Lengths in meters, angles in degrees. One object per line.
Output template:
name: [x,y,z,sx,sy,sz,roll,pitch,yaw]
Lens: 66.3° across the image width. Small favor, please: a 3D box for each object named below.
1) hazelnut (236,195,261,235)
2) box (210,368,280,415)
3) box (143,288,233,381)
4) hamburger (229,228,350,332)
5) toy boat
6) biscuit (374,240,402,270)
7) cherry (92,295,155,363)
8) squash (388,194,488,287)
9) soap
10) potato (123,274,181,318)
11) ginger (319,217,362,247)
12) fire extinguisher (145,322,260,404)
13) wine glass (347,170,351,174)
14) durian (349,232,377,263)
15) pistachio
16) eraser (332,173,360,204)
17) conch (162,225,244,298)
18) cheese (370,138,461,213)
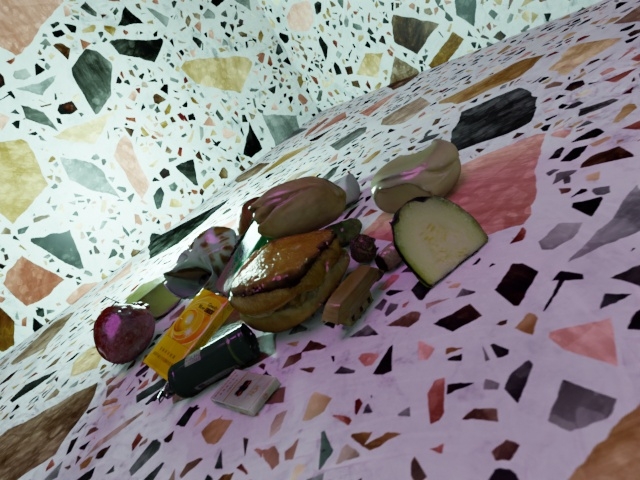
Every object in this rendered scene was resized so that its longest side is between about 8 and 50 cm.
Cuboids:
hazelnut: [-0.216,-0.072,1.828,0.209,0.187,0.210,-17,12,4]
box: [-0.166,0.328,1.066,0.166,0.024,0.090,-9,30,49]
box: [-0.371,0.264,1.386,0.152,0.043,0.269,13,59,44]
hamburger: [-0.075,0.093,1.244,0.284,0.174,0.305,-18,25,43]
toy boat: [0.078,0.124,1.093,0.057,0.077,0.200,6,38,41]
biscuit: [0.224,-0.006,1.197,0.219,0.061,0.055,-37,21,-13]
cherry: [-0.653,0.309,1.614,0.250,0.191,0.175,-99,29,-57]
squash: [0.246,-0.003,1.098,0.191,0.184,0.085,-35,-19,-12]
soap: [-0.212,0.066,1.528,0.274,0.098,0.217,-60,29,-7]
potato: [-0.643,0.215,1.913,0.269,0.112,0.255,-39,17,-25]
ginger: [-0.005,0.001,1.490,0.289,0.089,0.137,-21,1,40]
fire extinguisher: [-0.289,0.314,1.192,0.294,0.093,0.118,-31,4,6]
wine glass: [0.037,-0.201,1.917,0.197,0.066,0.066,-29,21,14]
durian: [0.111,0.023,1.282,0.080,0.080,0.091,-36,-10,-9]
pistachio: [-0.054,-0.095,1.414,0.292,0.162,0.182,-21,-26,-20]
eraser: [0.006,-0.137,1.777,0.269,0.095,0.174,-24,19,21]
conch: [-0.358,0.073,1.692,0.367,0.197,0.250,-25,54,28]
cheese: [0.275,-0.185,1.436,0.265,0.127,0.233,-10,30,44]
